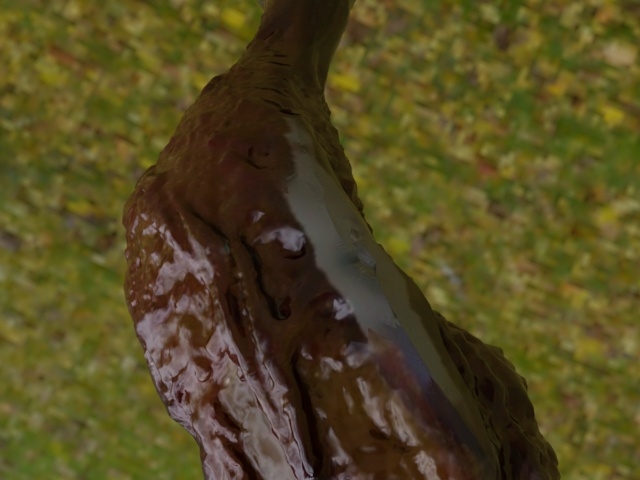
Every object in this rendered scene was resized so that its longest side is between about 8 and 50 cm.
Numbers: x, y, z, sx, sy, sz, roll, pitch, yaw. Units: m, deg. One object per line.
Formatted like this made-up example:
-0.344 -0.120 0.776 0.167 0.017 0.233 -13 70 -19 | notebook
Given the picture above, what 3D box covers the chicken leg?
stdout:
0.000 0.000 0.780 0.158 0.407 0.096 8 136 -25 | chicken leg
